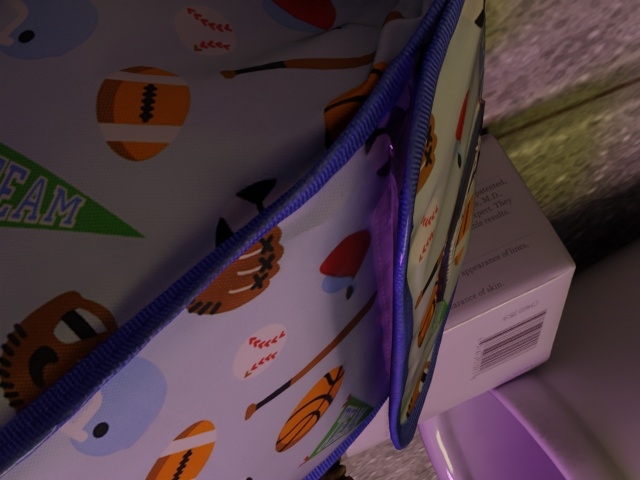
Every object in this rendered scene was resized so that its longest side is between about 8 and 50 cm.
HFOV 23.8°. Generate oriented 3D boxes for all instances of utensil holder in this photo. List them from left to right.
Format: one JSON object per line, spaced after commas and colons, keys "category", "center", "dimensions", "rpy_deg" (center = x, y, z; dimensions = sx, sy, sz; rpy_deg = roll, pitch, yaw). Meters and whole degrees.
{"category": "utensil holder", "center": [0.326, 0.146, 1.303], "dimensions": [0.385, 0.327, 0.327], "rpy_deg": [-29, 157, -15]}

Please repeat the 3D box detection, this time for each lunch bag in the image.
{"category": "lunch bag", "center": [-0.063, 0.008, 0.749], "dimensions": [0.385, 0.239, 0.328], "rpy_deg": [-41, 159, -15]}

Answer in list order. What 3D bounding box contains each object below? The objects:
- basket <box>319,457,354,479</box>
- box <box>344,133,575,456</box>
{"category": "basket", "center": [-0.131, 0.239, 1.137], "dimensions": [0.223, 0.213, 0.299], "rpy_deg": [-43, 153, 26]}
{"category": "box", "center": [0.069, 0.043, 1.088], "dimensions": [0.182, 0.119, 0.181], "rpy_deg": [-25, 156, -9]}
